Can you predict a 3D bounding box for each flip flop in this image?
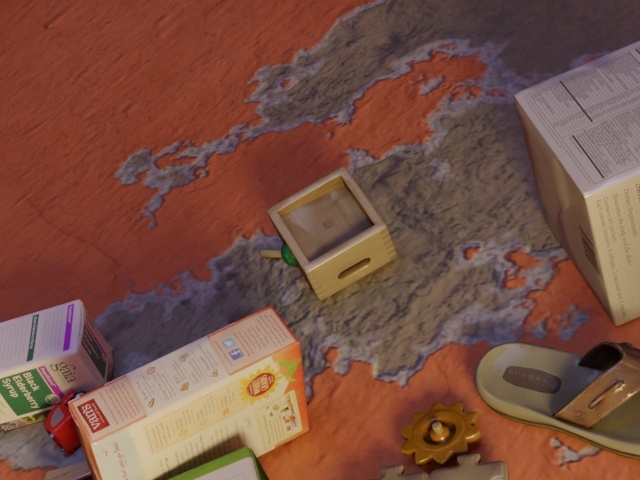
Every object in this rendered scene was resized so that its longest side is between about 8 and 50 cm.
[{"bbox_3d":[0.276,0.140,1.232,0.277,0.080,0.112,10,50,34],"label":"flip flop"}]

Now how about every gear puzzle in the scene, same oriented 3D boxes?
[{"bbox_3d":[0.103,0.288,1.192,0.176,0.044,0.339,-12,39,17],"label":"gear puzzle"}]

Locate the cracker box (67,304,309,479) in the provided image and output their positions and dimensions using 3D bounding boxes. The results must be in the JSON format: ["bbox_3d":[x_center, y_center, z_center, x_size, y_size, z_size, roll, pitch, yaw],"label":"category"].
[{"bbox_3d":[-0.130,0.182,1.289,0.232,0.155,0.067,-25,50,-19],"label":"cracker box"}]

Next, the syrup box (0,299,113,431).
[{"bbox_3d":[-0.379,0.163,1.513,0.237,0.093,0.096,-16,40,9],"label":"syrup box"}]

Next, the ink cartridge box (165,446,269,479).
[{"bbox_3d":[-0.112,0.347,1.183,0.189,0.097,0.255,-23,42,1],"label":"ink cartridge box"}]

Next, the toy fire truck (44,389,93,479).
[{"bbox_3d":[-0.260,0.253,1.393,0.192,0.047,0.135,21,57,40],"label":"toy fire truck"}]

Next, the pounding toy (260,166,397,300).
[{"bbox_3d":[0.000,0.000,1.524,0.141,0.100,0.130,-30,55,-4],"label":"pounding toy"}]

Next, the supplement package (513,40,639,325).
[{"bbox_3d":[0.379,-0.083,1.334,0.263,0.199,0.198,-23,40,1],"label":"supplement package"}]
